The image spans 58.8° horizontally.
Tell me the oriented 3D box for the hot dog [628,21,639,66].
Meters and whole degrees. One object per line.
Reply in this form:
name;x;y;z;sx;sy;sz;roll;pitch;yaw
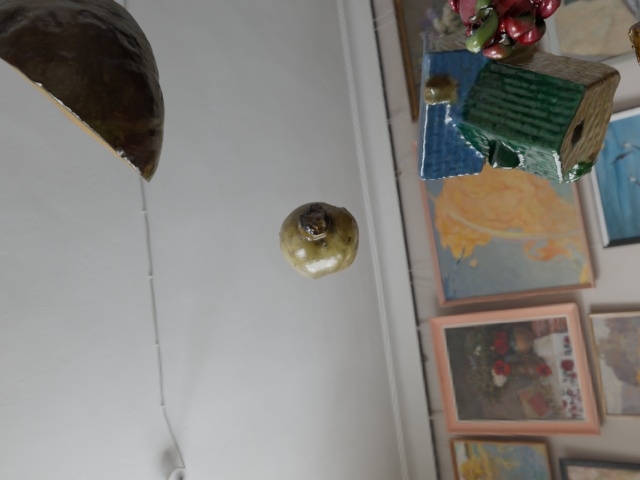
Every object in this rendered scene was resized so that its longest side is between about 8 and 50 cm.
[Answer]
hot dog;0.648;-0.364;1.096;0.147;0.065;0.099;15;-123;-24

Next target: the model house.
model house;0.388;-0.261;1.246;0.342;0.382;0.335;-29;-49;-37

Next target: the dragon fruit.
dragon fruit;0.342;-0.444;1.040;0.218;0.198;0.273;51;-154;-47

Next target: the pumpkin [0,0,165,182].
pumpkin;-0.288;-0.231;0.768;0.169;0.148;0.312;-48;-57;-6

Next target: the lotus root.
lotus root;0.000;0.000;1.139;0.146;0.160;0.284;53;174;15
